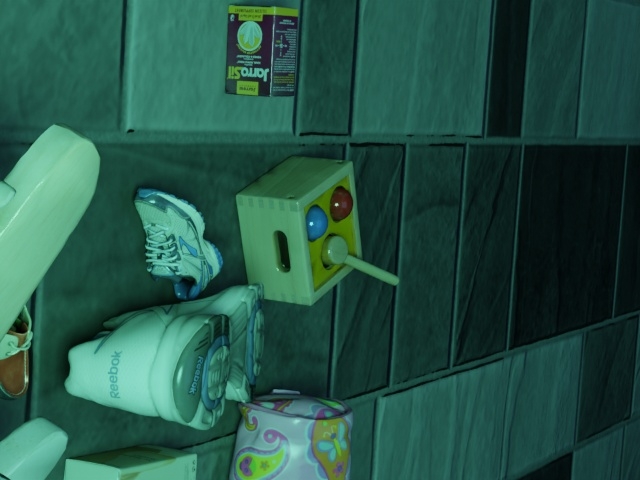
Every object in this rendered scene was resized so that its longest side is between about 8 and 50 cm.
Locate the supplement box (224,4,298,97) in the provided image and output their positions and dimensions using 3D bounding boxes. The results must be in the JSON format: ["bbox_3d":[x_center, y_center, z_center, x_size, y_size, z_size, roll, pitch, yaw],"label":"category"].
[{"bbox_3d":[-0.055,-0.176,1.392,0.043,0.055,0.083,-9,103,-59],"label":"supplement box"}]

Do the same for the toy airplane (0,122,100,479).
[{"bbox_3d":[-0.294,0.133,0.871,0.384,0.272,0.386,-56,179,36],"label":"toy airplane"}]

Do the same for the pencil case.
[{"bbox_3d":[-0.037,0.292,1.468,0.124,0.124,0.284,-4,101,-60],"label":"pencil case"}]

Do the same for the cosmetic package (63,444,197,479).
[{"bbox_3d":[-0.161,0.203,1.278,0.115,0.060,0.041,2,93,-62],"label":"cosmetic package"}]

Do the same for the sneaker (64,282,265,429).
[{"bbox_3d":[-0.122,0.088,1.280,0.297,0.129,0.111,1,93,-79],"label":"sneaker"}]

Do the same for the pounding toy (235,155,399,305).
[{"bbox_3d":[0.000,0.000,1.480,0.130,0.100,0.141,-39,129,-51],"label":"pounding toy"}]

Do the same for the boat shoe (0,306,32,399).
[{"bbox_3d":[-0.239,0.063,1.126,0.049,0.043,0.137,-43,133,-52],"label":"boat shoe"}]

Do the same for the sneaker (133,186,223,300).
[{"bbox_3d":[-0.128,0.006,1.306,0.058,0.052,0.135,-63,145,-25],"label":"sneaker"}]
